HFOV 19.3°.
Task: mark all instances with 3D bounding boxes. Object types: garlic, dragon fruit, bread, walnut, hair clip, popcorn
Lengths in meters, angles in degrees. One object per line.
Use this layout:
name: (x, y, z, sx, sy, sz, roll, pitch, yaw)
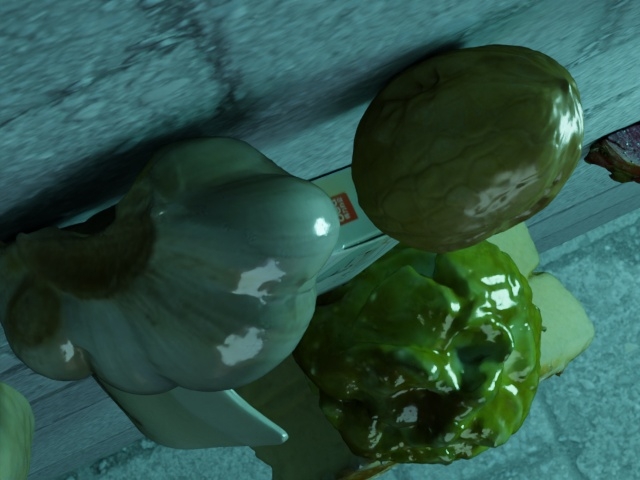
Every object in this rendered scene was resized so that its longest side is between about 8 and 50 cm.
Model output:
garlic: (-0.105, 0.030, 1.412, 0.281, 0.184, 0.203, -29, 179, 28)
dragon fruit: (0.434, -0.108, 2.492, 0.147, 0.096, 0.102, -23, 176, -3)
bread: (0.103, 0.145, 2.488, 0.371, 0.279, 0.390, -33, 169, 37)
walnut: (0.119, -0.078, 1.515, 0.207, 0.159, 0.159, -29, 171, 32)
hair clip: (-0.162, 0.093, 1.648, 0.113, 0.172, 0.282, -39, -148, -7)
popcorn: (0.117, 0.129, 2.120, 0.247, 0.282, 0.282, -53, -171, -31)

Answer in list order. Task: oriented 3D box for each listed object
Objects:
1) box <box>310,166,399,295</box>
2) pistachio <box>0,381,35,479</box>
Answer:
box: (0.000, 0.000, 1.920, 0.135, 0.079, 0.269, -21, 171, -28)
pistachio: (-0.370, 0.184, 1.699, 0.187, 0.187, 0.299, -28, 178, 20)
